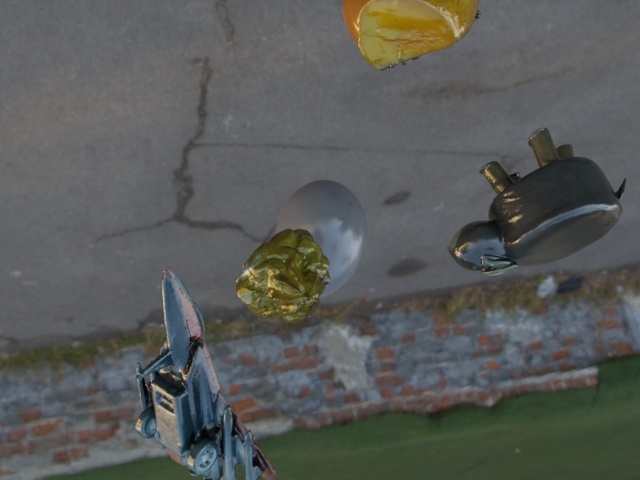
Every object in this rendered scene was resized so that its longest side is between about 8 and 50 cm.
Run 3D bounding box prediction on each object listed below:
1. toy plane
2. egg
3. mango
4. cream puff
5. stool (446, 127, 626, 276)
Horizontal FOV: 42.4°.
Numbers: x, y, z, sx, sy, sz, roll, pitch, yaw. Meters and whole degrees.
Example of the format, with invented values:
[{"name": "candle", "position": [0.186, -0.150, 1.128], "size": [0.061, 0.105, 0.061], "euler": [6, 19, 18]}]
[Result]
[{"name": "toy plane", "position": [-0.149, 0.167, 0.914], "size": [0.104, 0.223, 0.326], "euler": [-43, 140, -33]}, {"name": "egg", "position": [0.000, 0.000, 1.312], "size": [0.146, 0.146, 0.199], "euler": [1, 116, -28]}, {"name": "mango", "position": [0.131, -0.376, 1.175], "size": [0.187, 0.257, 0.138], "euler": [-3, 141, 13]}, {"name": "cream puff", "position": [-0.040, 0.058, 1.131], "size": [0.146, 0.116, 0.146], "euler": [-41, 161, -17]}, {"name": "stool", "position": [0.275, -0.048, 1.075], "size": [0.228, 0.139, 0.153], "euler": [-15, 154, -14]}]
